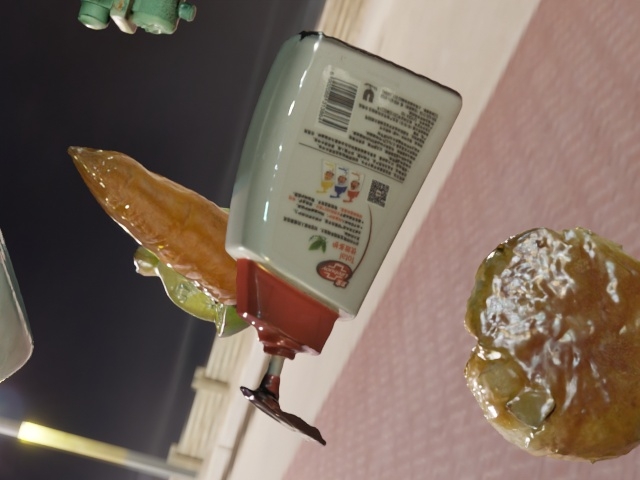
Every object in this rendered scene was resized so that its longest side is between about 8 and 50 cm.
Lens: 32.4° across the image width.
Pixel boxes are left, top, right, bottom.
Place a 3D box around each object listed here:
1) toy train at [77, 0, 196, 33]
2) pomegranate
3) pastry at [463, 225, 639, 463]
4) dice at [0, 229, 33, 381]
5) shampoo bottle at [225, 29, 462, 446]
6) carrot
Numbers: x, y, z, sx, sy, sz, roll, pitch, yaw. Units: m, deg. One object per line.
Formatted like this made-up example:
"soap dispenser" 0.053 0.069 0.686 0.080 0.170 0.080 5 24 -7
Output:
"toy train" -0.148 -0.272 0.979 0.081 0.125 0.194 68 -140 -87
"pomegranate" -0.120 0.028 1.266 0.122 0.169 0.143 -38 -47 -39
"pastry" 0.236 0.095 0.999 0.100 0.229 0.218 113 172 -65
"dice" -0.417 0.021 0.973 0.262 0.268 0.265 -156 49 -73
"shampoo bottle" 0.000 0.000 0.807 0.071 0.153 0.284 -2 68 65
"carrot" -0.123 -0.022 0.876 0.072 0.205 0.072 -22 49 27
